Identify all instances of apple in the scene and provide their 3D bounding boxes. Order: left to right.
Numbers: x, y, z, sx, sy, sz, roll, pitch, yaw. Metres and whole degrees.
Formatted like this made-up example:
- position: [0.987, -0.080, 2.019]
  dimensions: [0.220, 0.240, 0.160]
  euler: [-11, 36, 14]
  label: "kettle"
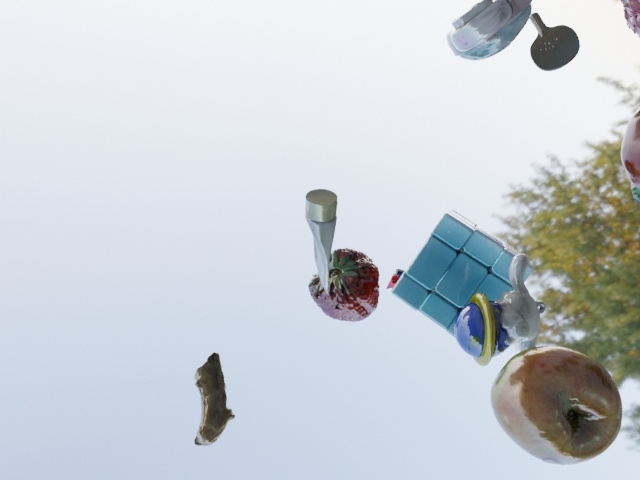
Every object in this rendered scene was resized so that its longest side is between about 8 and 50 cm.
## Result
- position: [0.495, 0.343, 1.189]
  dimensions: [0.260, 0.261, 0.194]
  euler: [34, 178, -16]
  label: "apple"
- position: [0.788, -0.204, 1.228]
  dimensions: [0.230, 0.230, 0.230]
  euler: [23, -134, -26]
  label: "apple"

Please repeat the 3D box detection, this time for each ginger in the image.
- position: [-0.166, 0.243, 0.863]
  dimensions: [0.057, 0.044, 0.137]
  euler: [37, -143, -52]
  label: "ginger"

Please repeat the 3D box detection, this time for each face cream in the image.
- position: [0.000, 0.000, 1.256]
  dimensions: [0.070, 0.224, 0.114]
  euler: [-6, -145, -11]
  label: "face cream"

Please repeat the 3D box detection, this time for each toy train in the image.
- position: [0.376, 0.175, 2.237]
  dimensions: [0.204, 0.083, 0.131]
  euler: [20, -123, 2]
  label: "toy train"

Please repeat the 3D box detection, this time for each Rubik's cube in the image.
- position: [0.463, 0.112, 1.839]
  dimensions: [0.316, 0.322, 0.319]
  euler: [36, -166, 11]
  label: "Rubik's cube"

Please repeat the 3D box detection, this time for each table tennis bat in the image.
- position: [0.662, -0.583, 1.628]
  dimensions: [0.022, 0.131, 0.234]
  euler: [29, -140, -44]
  label: "table tennis bat"

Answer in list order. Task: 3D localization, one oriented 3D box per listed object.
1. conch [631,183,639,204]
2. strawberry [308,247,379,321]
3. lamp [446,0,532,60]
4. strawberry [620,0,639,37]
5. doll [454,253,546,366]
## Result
- position: [0.907, -0.185, 1.470]
  dimensions: [0.122, 0.175, 0.188]
  euler: [57, -142, -41]
  label: "conch"
- position: [0.107, 0.172, 1.958]
  dimensions: [0.238, 0.250, 0.288]
  euler: [49, 179, 44]
  label: "strawberry"
- position: [0.341, -0.429, 1.132]
  dimensions: [0.108, 0.179, 0.246]
  euler: [51, -146, -5]
  label: "lamp"
- position: [0.649, -0.394, 0.884]
  dimensions: [0.292, 0.292, 0.344]
  euler: [-1, -123, -42]
  label: "strawberry"
- position: [0.475, 0.191, 1.461]
  dimensions: [0.242, 0.311, 0.159]
  euler: [3, -170, 5]
  label: "doll"
